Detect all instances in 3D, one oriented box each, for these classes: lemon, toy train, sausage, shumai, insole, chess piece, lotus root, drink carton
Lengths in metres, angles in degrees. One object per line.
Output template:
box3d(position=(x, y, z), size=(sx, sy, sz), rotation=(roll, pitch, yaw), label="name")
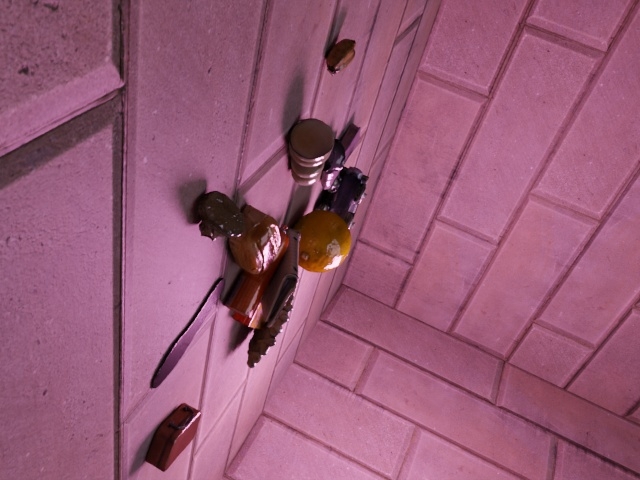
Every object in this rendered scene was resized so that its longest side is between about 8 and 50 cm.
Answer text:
box3d(position=(-0.001, 0.002, 2.196), size=(0.236, 0.235, 0.263), rotation=(102, 6, -52), label="lemon")
box3d(position=(0.091, -0.167, 2.484), size=(0.249, 0.173, 0.307), rotation=(-62, 175, -79), label="toy train")
box3d(position=(-0.185, 0.084, 1.828), size=(0.093, 0.092, 0.312), rotation=(85, 30, -71), label="sausage")
box3d(position=(-0.235, -0.046, 1.304), size=(0.087, 0.124, 0.099), rotation=(-26, -144, 30), label="shumai")
box3d(position=(-0.350, 0.244, 1.586), size=(0.349, 0.009, 0.119), rotation=(-60, 170, -28), label="insole")
box3d(position=(-0.038, -0.246, 1.756), size=(0.133, 0.133, 0.243), rotation=(-61, 177, -21), label="chess piece")
box3d(position=(0.060, -0.533, 1.691), size=(0.152, 0.063, 0.072), rotation=(-53, 139, -25), label="lotus root")
box3d(position=(-0.232, 0.248, 2.038), size=(0.096, 0.071, 0.223), rotation=(-62, 170, -8), label="drink carton")

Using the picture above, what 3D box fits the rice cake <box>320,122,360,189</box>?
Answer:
box3d(position=(0.080, -0.336, 2.323), size=(0.298, 0.050, 0.106), rotation=(-59, 170, -31), label="rice cake")

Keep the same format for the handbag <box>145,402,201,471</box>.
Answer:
box3d(position=(-0.436, 0.585, 1.781), size=(0.151, 0.072, 0.193), rotation=(-68, 168, 17), label="handbag")

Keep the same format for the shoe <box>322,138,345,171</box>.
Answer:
box3d(position=(0.052, -0.306, 2.128), size=(0.108, 0.093, 0.241), rotation=(-68, 172, 23), label="shoe")

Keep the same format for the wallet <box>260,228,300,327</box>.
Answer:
box3d(position=(-0.130, 0.116, 1.917), size=(0.223, 0.077, 0.310), rotation=(-58, -165, 24), label="wallet")

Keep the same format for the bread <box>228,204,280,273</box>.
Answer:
box3d(position=(-0.177, 0.006, 1.633), size=(0.140, 0.106, 0.236), rotation=(-59, 168, -21), label="bread")

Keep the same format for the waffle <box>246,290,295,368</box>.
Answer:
box3d(position=(-0.184, 0.311, 2.199), size=(0.292, 0.056, 0.309), rotation=(-53, -169, 27), label="waffle")
